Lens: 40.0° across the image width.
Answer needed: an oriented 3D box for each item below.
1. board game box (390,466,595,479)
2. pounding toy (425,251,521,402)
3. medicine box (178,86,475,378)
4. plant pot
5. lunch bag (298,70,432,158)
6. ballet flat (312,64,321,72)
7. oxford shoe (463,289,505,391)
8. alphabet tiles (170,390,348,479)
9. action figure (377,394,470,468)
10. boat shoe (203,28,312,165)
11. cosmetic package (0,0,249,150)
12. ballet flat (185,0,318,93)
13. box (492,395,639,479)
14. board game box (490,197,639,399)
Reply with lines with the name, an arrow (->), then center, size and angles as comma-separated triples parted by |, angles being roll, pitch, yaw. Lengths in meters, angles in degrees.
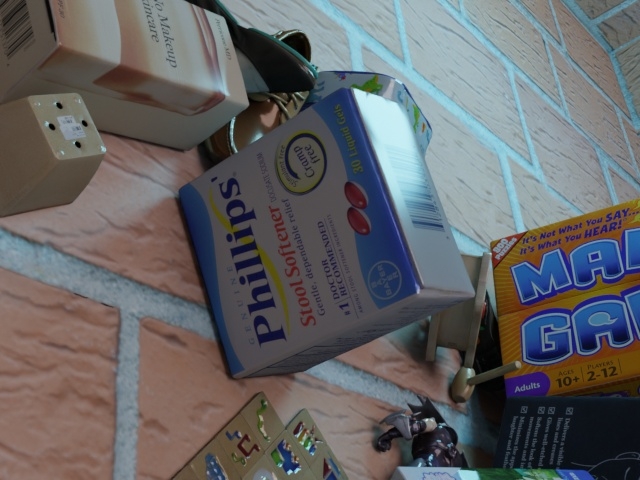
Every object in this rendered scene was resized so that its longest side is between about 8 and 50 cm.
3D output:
board game box -> 0.275, 0.392, 1.017 | 0.318, 0.065, 0.318 | 8, 24, -29
pounding toy -> 0.257, 0.128, 1.434 | 0.154, 0.155, 0.269 | -70, 165, -46
medicine box -> 0.000, 0.000, 1.089 | 0.149, 0.289, 0.263 | 6, 62, -56
plant pot -> -0.295, -0.101, 0.932 | 0.109, 0.096, 0.109 | -20, 82, -58
lunch bag -> 0.073, -0.188, 1.422 | 0.219, 0.176, 0.090 | 41, 63, -58
ballet flat -> -0.022, -0.243, 1.469 | 0.052, 0.057, 0.168 | 58, 31, -22
oxford shoe -> 0.285, 0.161, 1.583 | 0.096, 0.083, 0.227 | 18, 57, -62
alphabet tiles -> -0.051, 0.348, 1.015 | 0.285, 0.011, 0.342 | 59, 31, -5
action figure -> 0.144, 0.333, 1.228 | 0.185, 0.099, 0.285 | 50, 24, -5
boat shoe -> -0.083, -0.216, 1.297 | 0.122, 0.120, 0.324 | 42, 37, -28
cosmetic package -> -0.243, -0.225, 1.069 | 0.296, 0.129, 0.153 | 7, 59, -53
ballet flat -> -0.122, -0.262, 1.224 | 0.280, 0.096, 0.095 | 41, -7, 32
box -> 0.455, 0.397, 1.260 | 0.212, 0.395, 0.293 | 36, 61, -33
board game box -> 0.550, 0.188, 1.596 | 0.356, 0.356, 0.356 | 51, 31, -41
